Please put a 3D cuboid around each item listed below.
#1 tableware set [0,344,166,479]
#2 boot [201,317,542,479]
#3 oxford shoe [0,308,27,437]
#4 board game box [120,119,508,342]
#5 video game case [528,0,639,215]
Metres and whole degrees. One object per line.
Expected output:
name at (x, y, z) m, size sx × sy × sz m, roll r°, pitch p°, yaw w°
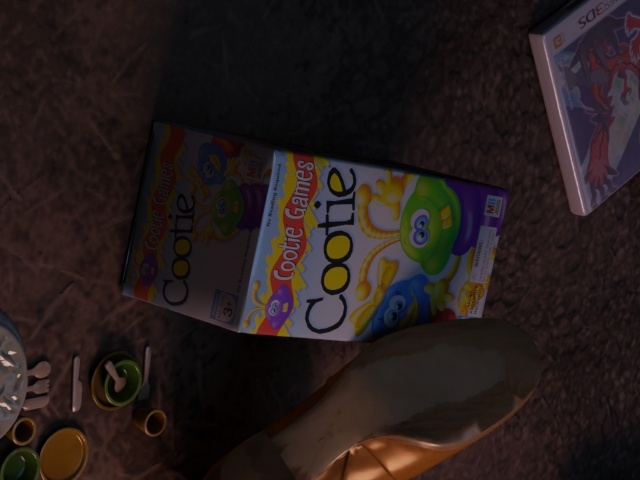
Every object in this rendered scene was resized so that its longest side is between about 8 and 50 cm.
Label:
tableware set at (-0.183, 0.141, 1.536) m, size 0.154 × 0.024 × 0.104 m, roll -8°, pitch 107°, yaw -44°
boot at (0.026, 0.166, 1.616) m, size 0.295 × 0.211 × 0.104 m, roll -24°, pitch 75°, yaw -16°
oxford shoe at (-0.408, 0.101, 1.240) m, size 0.449 × 0.130 × 0.169 m, roll -9°, pitch 114°, yaw -28°
board game box at (0.000, 0.000, 1.592) m, size 0.275 × 0.142 × 0.144 m, roll 7°, pitch 96°, yaw -46°
video game case at (0.283, -0.154, 1.915) m, size 0.183 × 0.023 × 0.201 m, roll -38°, pitch 126°, yaw -31°
